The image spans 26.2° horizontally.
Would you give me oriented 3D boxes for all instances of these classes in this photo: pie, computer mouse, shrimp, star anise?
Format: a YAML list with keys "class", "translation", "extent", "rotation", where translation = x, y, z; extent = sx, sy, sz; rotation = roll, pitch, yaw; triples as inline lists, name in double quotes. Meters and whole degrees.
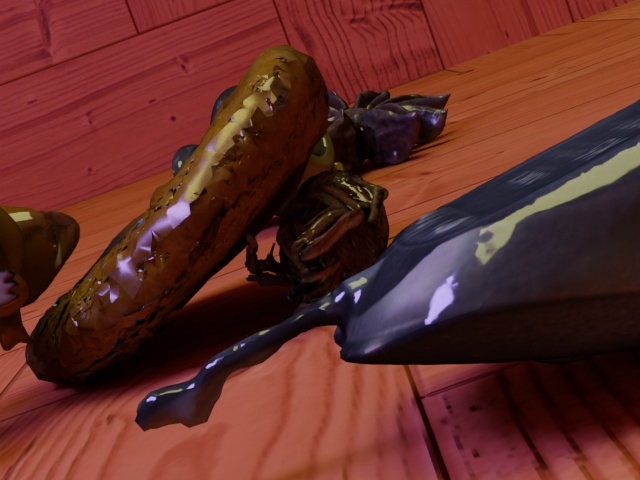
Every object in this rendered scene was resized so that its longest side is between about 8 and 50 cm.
- class: "pie"
  translation: [-0.084, -0.006, 0.835]
  extent: [0.273, 0.069, 0.273]
  rotation: [-49, 0, 0]
- class: "computer mouse"
  translation: [0.112, 0.000, 0.488]
  extent: [0.379, 0.090, 0.167]
  rotation: [-26, 2, 4]
- class: "shrimp"
  translation: [0.001, 0.001, 0.797]
  extent: [0.073, 0.074, 0.190]
  rotation: [17, 28, 4]
- class: "star anise"
  translation: [0.027, -0.113, 1.412]
  extent: [0.230, 0.081, 0.262]
  rotation: [-24, 20, -20]

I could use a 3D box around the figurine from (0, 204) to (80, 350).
- class: "figurine"
  translation: [-0.211, 0.020, 0.791]
  extent: [0.122, 0.121, 0.176]
  rotation: [-30, -6, 7]

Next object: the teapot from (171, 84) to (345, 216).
- class: "teapot"
  translation: [-0.048, -0.064, 1.213]
  extent: [0.119, 0.130, 0.166]
  rotation: [-33, -31, 26]
